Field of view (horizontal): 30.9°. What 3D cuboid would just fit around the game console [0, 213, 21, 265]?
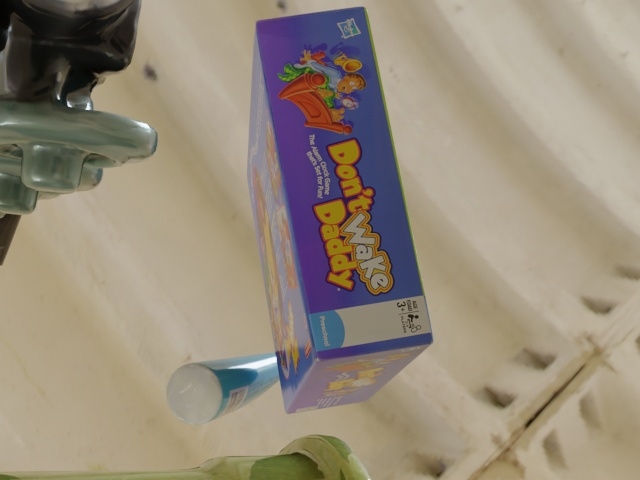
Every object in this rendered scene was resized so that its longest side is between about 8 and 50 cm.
[{"bbox_3d":[-0.357,-0.162,1.364,0.044,0.213,0.361,10,-117,-20],"label":"game console"}]

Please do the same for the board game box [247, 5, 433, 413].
[{"bbox_3d":[0.000,0.000,0.909,0.078,0.347,0.233,-9,-103,-7],"label":"board game box"}]

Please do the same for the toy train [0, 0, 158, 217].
[{"bbox_3d":[-0.181,-0.090,0.497,0.190,0.334,0.142,8,-96,-23],"label":"toy train"}]

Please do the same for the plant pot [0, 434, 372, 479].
[{"bbox_3d":[-0.132,0.202,0.477,0.254,0.276,0.276,11,-127,-16],"label":"plant pot"}]

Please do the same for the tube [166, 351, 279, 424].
[{"bbox_3d":[-0.072,0.131,1.068,0.052,0.080,0.207,61,-164,11],"label":"tube"}]
